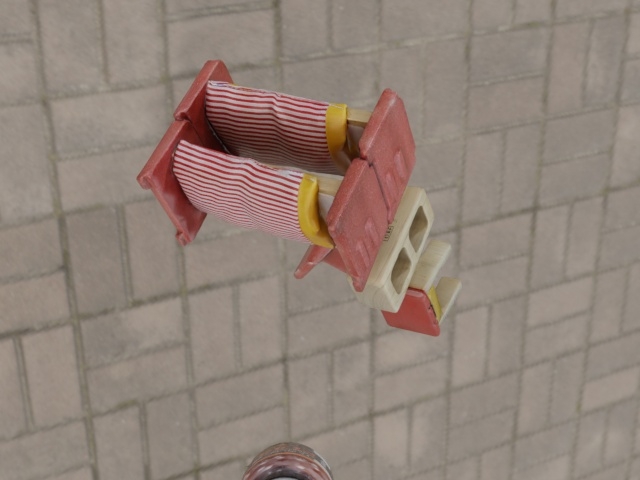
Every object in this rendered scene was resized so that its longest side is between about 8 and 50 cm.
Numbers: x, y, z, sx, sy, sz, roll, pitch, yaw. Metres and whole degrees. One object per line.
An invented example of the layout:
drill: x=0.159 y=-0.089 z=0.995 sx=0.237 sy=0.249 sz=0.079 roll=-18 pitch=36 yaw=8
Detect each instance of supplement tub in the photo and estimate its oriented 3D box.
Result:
supplement tub: x=-0.034 y=0.270 z=1.034 sx=0.106 sy=0.198 sz=0.106 roll=0 pitch=84 yaw=-1

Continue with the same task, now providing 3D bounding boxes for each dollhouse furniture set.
dollhouse furniture set: x=0.000 y=0.000 z=1.006 sx=0.152 sy=0.201 sz=0.374 roll=-66 pitch=153 yaw=-24
